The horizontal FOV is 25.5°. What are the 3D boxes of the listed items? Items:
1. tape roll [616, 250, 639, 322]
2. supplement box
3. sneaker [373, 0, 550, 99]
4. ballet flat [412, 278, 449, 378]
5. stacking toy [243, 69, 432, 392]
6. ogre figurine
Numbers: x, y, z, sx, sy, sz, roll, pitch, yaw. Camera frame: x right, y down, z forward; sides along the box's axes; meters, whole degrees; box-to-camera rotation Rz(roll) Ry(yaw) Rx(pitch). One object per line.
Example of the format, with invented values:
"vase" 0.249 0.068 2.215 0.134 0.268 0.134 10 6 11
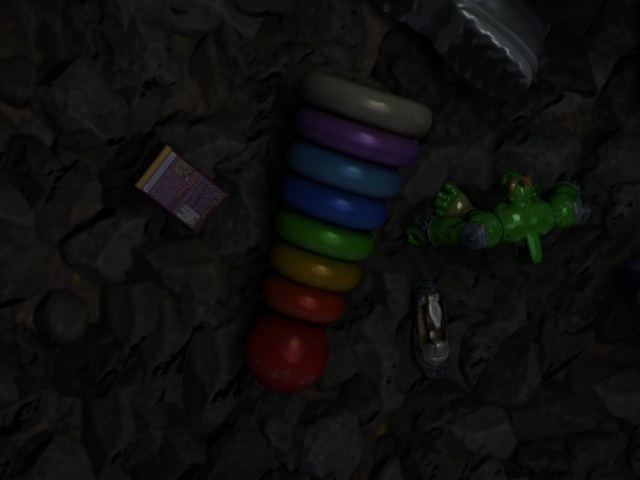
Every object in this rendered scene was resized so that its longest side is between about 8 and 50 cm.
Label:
"tape roll" 0.420 0.076 1.558 0.080 0.189 0.189 -40 108 -7
"supplement box" -0.144 -0.053 1.437 0.083 0.043 0.055 40 85 -18
"sneaker" 0.127 -0.276 1.478 0.281 0.105 0.115 46 54 -16
"ballet flat" 0.122 0.100 1.547 0.041 0.041 0.114 -11 102 -16
"stacking toy" 0.000 0.000 1.449 0.141 0.141 0.330 16 97 -19
"ogre figurine" 0.203 -0.026 1.511 0.197 0.118 0.096 6 97 -19
